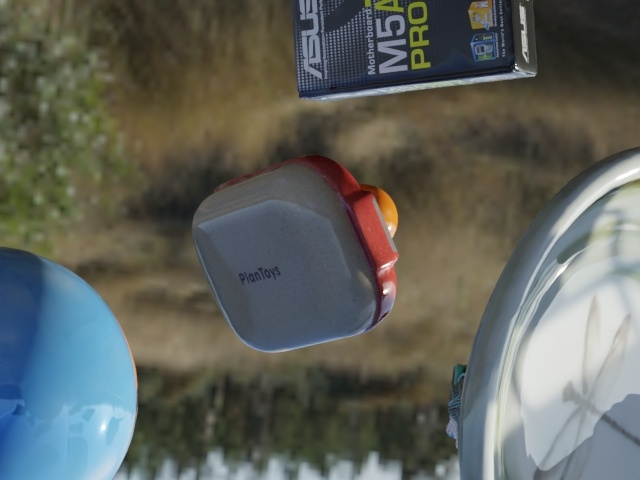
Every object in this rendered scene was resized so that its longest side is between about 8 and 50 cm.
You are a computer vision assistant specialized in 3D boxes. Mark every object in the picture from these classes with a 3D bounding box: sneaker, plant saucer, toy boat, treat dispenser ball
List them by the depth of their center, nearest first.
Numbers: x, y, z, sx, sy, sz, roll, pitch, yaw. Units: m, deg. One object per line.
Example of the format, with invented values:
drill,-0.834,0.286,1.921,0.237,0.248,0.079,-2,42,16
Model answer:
plant saucer,0.215,0.128,1.468,0.400,0.400,0.100,12,176,-43
toy boat,0.000,0.000,1.658,0.151,0.151,0.231,-26,-174,-34
sneaker,0.149,0.153,1.857,0.065,0.076,0.166,-5,-174,-12
treat dispenser ball,-0.320,0.150,1.929,0.288,0.288,0.288,6,174,1

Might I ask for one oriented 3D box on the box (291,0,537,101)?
box,0.078,-0.270,1.802,0.216,0.270,0.060,-4,177,25
